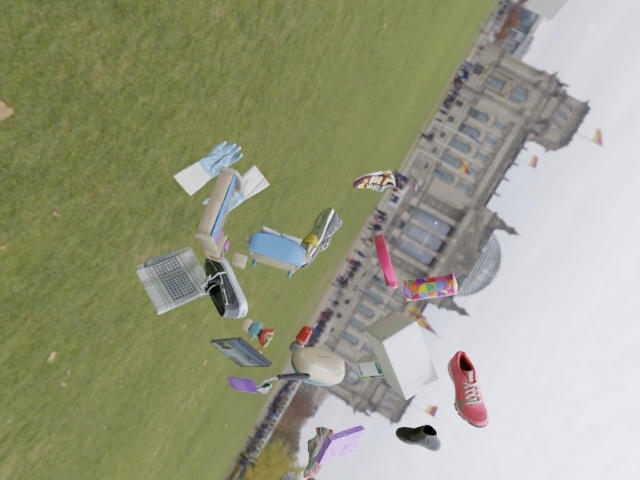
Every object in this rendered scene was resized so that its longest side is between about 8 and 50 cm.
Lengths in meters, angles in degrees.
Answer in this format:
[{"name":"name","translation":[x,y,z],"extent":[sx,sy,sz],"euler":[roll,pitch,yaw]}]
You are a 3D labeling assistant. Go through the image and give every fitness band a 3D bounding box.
[{"name":"fitness band","translation":[0.279,0.090,1.910],"extent":[0.291,0.054,0.209],"euler":[-87,158,-68]}]

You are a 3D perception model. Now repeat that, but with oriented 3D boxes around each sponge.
[{"name":"sponge","translation":[0.078,0.768,1.663],"extent":[0.210,0.031,0.117],"euler":[11,109,-47]}]

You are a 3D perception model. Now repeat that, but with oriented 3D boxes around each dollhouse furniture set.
[{"name":"dollhouse furniture set","translation":[-0.155,-0.027,1.224],"extent":[0.286,0.303,0.198],"euler":[117,-9,-73]}]

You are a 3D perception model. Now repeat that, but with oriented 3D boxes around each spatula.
[{"name":"spatula","translation":[-0.171,0.490,1.545],"extent":[0.084,0.296,0.030],"euler":[-145,-123,-62]}]

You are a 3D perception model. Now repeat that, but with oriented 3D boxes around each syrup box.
[{"name":"syrup box","translation":[0.307,0.643,2.273],"extent":[0.236,0.093,0.096],"euler":[-18,-175,38]}]

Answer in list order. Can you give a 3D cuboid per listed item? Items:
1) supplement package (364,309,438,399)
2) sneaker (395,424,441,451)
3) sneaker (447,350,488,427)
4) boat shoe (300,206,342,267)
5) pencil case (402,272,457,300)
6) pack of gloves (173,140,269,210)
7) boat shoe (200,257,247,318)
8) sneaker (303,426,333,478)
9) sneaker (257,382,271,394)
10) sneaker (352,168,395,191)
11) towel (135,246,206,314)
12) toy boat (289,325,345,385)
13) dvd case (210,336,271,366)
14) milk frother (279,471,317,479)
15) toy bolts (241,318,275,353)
[{"name":"supplement package","translation":[0.341,0.477,1.868],"extent":[0.175,0.293,0.177],"euler":[-27,-164,-14]},{"name":"sneaker","translation":[0.450,0.893,2.059],"extent":[0.083,0.222,0.118],"euler":[-50,132,-45]},{"name":"sneaker","translation":[0.596,0.596,1.798],"extent":[0.136,0.115,0.314],"euler":[85,-3,-47]},{"name":"boat shoe","translation":[0.000,0.000,1.390],"extent":[0.084,0.079,0.233],"euler":[-6,-138,44]},{"name":"pencil case","translation":[0.480,0.203,1.945],"extent":[0.104,0.236,0.104],"euler":[-8,90,-69]},{"name":"pack of gloves","translation":[-0.313,-0.199,1.415],"extent":[0.232,0.195,0.046],"euler":[-32,-155,11]},{"name":"boat shoe","translation":[-0.370,0.161,1.578],"extent":[0.105,0.306,0.113],"euler":[2,132,-41]},{"name":"sneaker","translation":[-0.022,0.910,1.898],"extent":[0.225,0.092,0.088],"euler":[-57,153,-43]},{"name":"sneaker","translation":[-0.268,0.745,2.208],"extent":[0.098,0.069,0.038],"euler":[-19,-152,37]},{"name":"sneaker","translation":[0.235,-0.248,1.922],"extent":[0.185,0.084,0.069],"euler":[-18,161,-4]},{"name":"towel","translation":[-0.748,0.188,2.258],"extent":[0.312,0.324,0.056],"euler":[-23,150,-28]},{"name":"toy boat","translation":[-0.038,0.519,1.923],"extent":[0.148,0.267,0.318],"euler":[-61,-145,14]},{"name":"dvd case","translation":[-0.332,0.464,1.825],"extent":[0.253,0.180,0.022],"euler":[-19,-147,49]},{"name":"milk frother","translation":[-0.087,0.933,1.677],"extent":[0.143,0.134,0.129],"euler":[-50,139,-12]},{"name":"toy bolts","translation":[-0.337,0.477,2.156],"extent":[0.218,0.158,0.228],"euler":[-55,175,-31]}]
